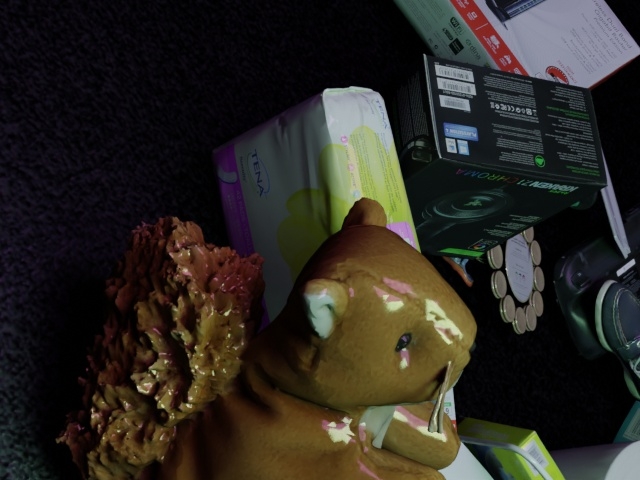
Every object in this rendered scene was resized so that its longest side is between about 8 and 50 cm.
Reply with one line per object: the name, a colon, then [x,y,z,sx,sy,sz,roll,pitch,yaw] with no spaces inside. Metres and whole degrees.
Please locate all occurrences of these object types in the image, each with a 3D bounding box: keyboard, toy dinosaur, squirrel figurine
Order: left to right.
squirrel figurine: [-0.050,0.132,1.091,0.397,0.370,0.281,26,35,10]
toy dinosaur: [0.178,0.025,1.585,0.090,0.047,0.082,-11,93,-8]
keyboard: [0.422,-0.096,1.772,0.072,0.014,0.256,38,37,-49]

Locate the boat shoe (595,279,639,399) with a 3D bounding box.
boat shoe: [0.467,0.155,1.701,0.095,0.079,0.254,-47,127,-24]

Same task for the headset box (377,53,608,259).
headset box: [0.151,-0.085,1.418,0.246,0.283,0.131,7,67,-30]

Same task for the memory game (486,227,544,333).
memory game: [0.269,0.038,1.625,0.186,0.012,0.186,20,66,-55]

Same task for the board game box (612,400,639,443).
board game box: [0.620,0.371,1.690,0.336,0.254,0.079,35,83,-27]

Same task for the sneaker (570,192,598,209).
sneaker: [0.365,-0.158,1.758,0.098,0.083,0.224,-34,99,-46]

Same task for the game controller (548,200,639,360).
game controller: [0.455,0.056,1.791,0.319,0.067,0.167,-28,110,-41]

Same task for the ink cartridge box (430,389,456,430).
ink cartridge box: [0.137,0.221,1.460,0.029,0.063,0.115,4,76,-38]

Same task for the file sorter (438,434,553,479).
file sorter: [0.155,0.377,1.315,0.193,0.173,0.278,50,65,-18]

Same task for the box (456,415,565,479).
box: [0.230,0.277,1.458,0.042,0.178,0.109,-37,103,-20]

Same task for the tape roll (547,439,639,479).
tape roll: [0.376,0.389,1.540,0.246,0.169,0.246,13,68,-36]

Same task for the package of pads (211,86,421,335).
package of pads: [0.000,0.000,1.302,0.101,0.229,0.297,-8,81,-41]

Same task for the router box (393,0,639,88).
router box: [0.263,-0.334,1.676,0.301,0.082,0.335,-33,85,-41]
